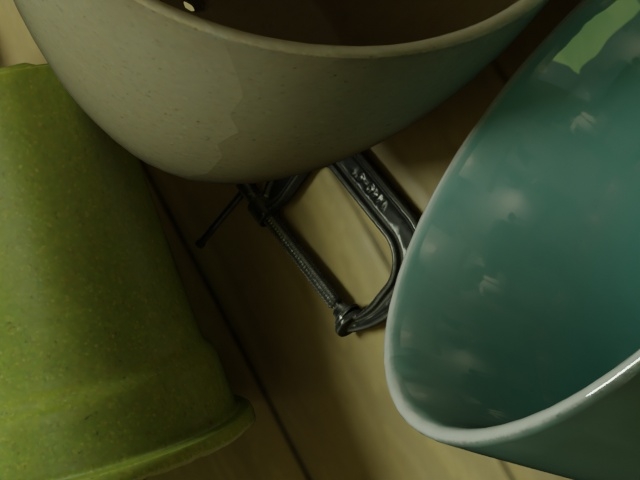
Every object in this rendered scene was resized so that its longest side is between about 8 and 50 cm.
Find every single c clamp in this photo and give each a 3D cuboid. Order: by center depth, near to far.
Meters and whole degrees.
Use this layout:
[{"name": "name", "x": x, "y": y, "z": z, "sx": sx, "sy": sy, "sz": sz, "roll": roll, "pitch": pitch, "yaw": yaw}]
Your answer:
[{"name": "c clamp", "x": 0.000, "y": 0.000, "z": 1.065, "sx": 0.160, "sy": 0.022, "sz": 0.137, "roll": 47, "pitch": 117, "yaw": 29}]

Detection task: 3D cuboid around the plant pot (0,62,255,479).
[{"name": "plant pot", "x": -0.202, "y": 0.022, "z": 1.049, "sx": 0.276, "sy": 0.276, "sz": 0.253, "roll": -7, "pitch": 97, "yaw": 41}]

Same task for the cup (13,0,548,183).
[{"name": "cup", "x": -0.041, "y": -0.165, "z": 0.920, "sx": 0.331, "sy": 0.331, "sz": 0.237, "roll": 58, "pitch": 151, "yaw": 21}]

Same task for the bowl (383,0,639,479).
[{"name": "bowl", "x": 0.188, "y": 0.001, "z": 0.753, "sx": 0.163, "sy": 0.311, "sz": 0.311, "roll": 37, "pitch": 129, "yaw": -18}]
